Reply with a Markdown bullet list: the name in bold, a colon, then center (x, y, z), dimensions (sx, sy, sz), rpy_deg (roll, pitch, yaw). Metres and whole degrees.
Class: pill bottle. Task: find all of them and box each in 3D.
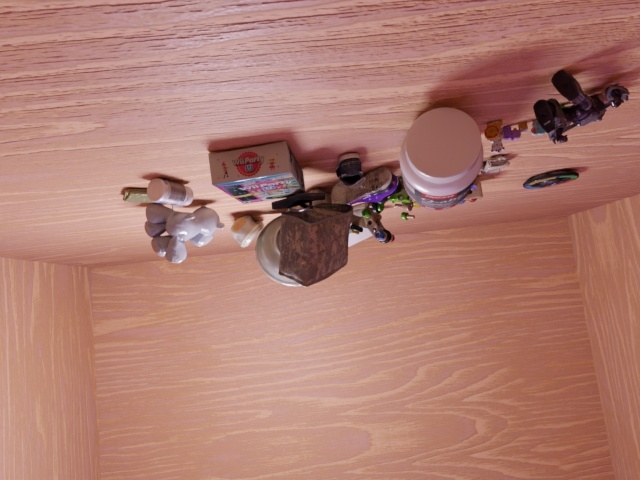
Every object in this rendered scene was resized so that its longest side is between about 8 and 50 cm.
- **pill bottle**: center (-0.487, -0.155, 1.427), dimensions (0.078, 0.078, 0.137), rpy_deg (-10, 172, 27)
- **pill bottle**: center (0.321, -0.209, 1.181), dimensions (0.210, 0.210, 0.363), rpy_deg (-8, 173, 13)

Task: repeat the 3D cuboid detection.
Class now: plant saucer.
- **plant saucer**: center (-0.111, 0.016, 2.052), dimensions (0.400, 0.400, 0.100), rpy_deg (-6, 151, -2)

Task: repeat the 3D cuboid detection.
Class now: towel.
- **towel**: center (-0.606, -0.156, 1.520), dimensions (0.148, 0.027, 0.110), rpy_deg (-1, 171, -32)

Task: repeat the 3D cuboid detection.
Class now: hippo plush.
- **hippo plush**: center (-0.534, -0.077, 1.739), dimensions (0.236, 0.234, 0.294), rpy_deg (-27, 152, -54)

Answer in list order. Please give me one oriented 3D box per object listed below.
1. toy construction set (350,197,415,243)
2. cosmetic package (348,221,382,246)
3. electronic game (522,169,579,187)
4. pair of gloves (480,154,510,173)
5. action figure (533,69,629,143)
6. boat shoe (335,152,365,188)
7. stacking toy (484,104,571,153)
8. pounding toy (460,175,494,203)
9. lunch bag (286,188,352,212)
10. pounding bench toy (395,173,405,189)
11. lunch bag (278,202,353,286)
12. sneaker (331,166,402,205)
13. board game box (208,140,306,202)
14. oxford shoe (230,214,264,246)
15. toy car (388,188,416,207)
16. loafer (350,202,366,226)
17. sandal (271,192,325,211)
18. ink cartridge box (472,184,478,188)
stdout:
- **toy construction set**: center (0.243, -0.136, 1.894), dimensions (0.237, 0.257, 0.309), rpy_deg (10, -158, 42)
- **cosmetic package**: center (0.206, -0.064, 2.315), dimensions (0.231, 0.085, 0.117), rpy_deg (-25, -144, 2)
- **electronic game**: center (1.047, -0.273, 1.992), dimensions (0.229, 0.048, 0.229), rpy_deg (-6, 173, -1)
- **pair of gloves**: center (0.584, -0.266, 1.652), dimensions (0.240, 0.042, 0.204), rpy_deg (-8, 173, 6)
- **action figure**: center (0.611, -0.307, 1.038), dimensions (0.285, 0.099, 0.185), rpy_deg (-5, 148, -40)
- **boat shoe**: center (0.101, -0.217, 1.451), dimensions (0.095, 0.079, 0.254), rpy_deg (-6, 173, -3)
- **stacking toy**: center (0.585, -0.311, 1.243), dimensions (0.221, 0.052, 0.167), rpy_deg (-10, 172, 22)
- **pounding toy**: center (0.642, -0.210, 1.843), dimensions (0.181, 0.094, 0.206), rpy_deg (-9, 180, 17)
- **lunch bag**: center (-0.031, -0.043, 1.834), dimensions (0.212, 0.256, 0.305), rpy_deg (23, 160, -25)
- **pounding bench toy**: center (0.314, -0.228, 1.666), dimensions (0.083, 0.052, 0.065), rpy_deg (-2, 172, -29)
- **lunch bag**: center (0.000, 0.000, 1.556), dimensions (0.169, 0.235, 0.287), rpy_deg (21, -155, 38)
- **sneaker**: center (0.177, -0.177, 1.640), dimensions (0.293, 0.102, 0.146), rpy_deg (-12, 158, 42)
- **board game box**: center (-0.178, -0.194, 1.322), dimensions (0.224, 0.097, 0.303), rpy_deg (-8, 173, 6)
- **oxford shoe**: center (-0.378, -0.055, 2.211), dimensions (0.130, 0.169, 0.449), rpy_deg (38, 175, -6)
- **toy car**: center (0.368, -0.171, 1.696), dimensions (0.225, 0.053, 0.239), rpy_deg (2, 175, -22)
- **loafer**: center (0.158, -0.110, 2.239), dimensions (0.112, 0.111, 0.319), rpy_deg (-2, 173, -43)
- **sandal**: center (-0.068, -0.118, 1.434), dimensions (0.097, 0.054, 0.254), rpy_deg (-7, 179, -35)
- **ink cartridge box**: center (0.482, -0.212, 1.723), dimensions (0.208, 0.045, 0.206), rpy_deg (1, 169, 42)
